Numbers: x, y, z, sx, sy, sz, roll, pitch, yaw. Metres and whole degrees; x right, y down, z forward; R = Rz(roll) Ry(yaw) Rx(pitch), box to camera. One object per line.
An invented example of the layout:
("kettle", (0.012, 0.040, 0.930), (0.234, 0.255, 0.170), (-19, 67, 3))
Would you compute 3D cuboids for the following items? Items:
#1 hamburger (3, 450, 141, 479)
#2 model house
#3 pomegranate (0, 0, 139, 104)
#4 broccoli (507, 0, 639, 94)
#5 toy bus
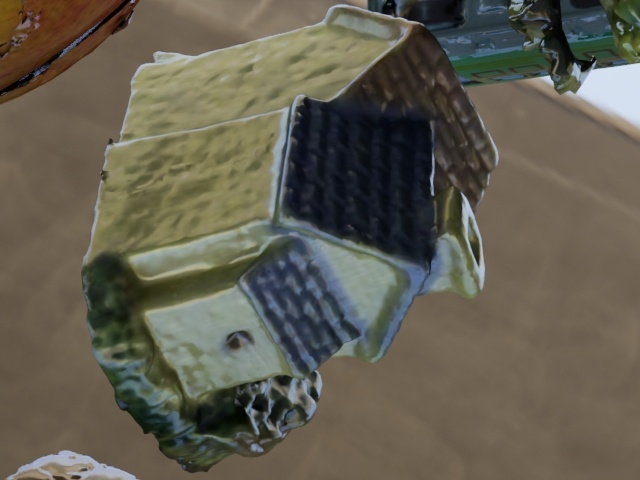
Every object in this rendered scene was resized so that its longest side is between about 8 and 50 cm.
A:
("hamburger", (-0.192, 0.236, 1.224), (0.155, 0.135, 0.208), (8, -167, 37))
("model house", (0.000, 0.000, 1.330), (0.321, 0.266, 0.261), (-85, -29, -49))
("pomegranate", (-0.118, -0.114, 0.374), (0.210, 0.210, 0.235), (32, -113, 3))
("broccoli", (0.263, -0.272, 1.356), (0.334, 0.272, 0.324), (23, -115, -3))
("toy bus", (0.225, -0.250, 1.687), (0.199, 0.343, 0.183), (25, -116, -59))
